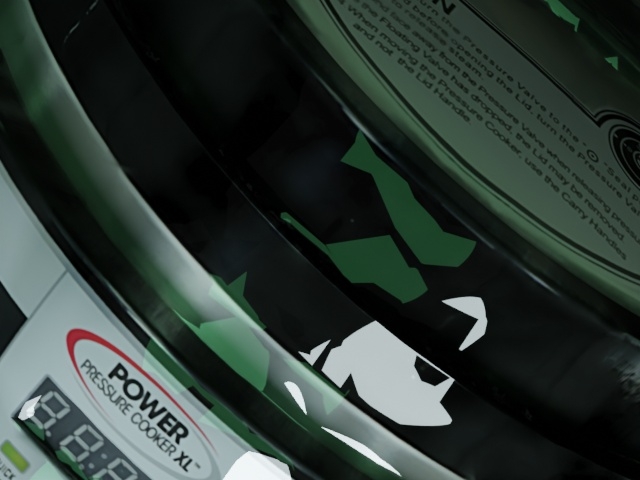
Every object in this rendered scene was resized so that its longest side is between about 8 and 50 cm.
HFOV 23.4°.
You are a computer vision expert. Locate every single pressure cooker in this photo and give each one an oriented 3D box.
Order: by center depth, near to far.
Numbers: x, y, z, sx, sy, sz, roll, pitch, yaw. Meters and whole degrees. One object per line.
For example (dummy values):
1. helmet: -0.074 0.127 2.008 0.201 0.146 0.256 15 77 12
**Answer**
1. pressure cooker: 0.000 -0.004 0.592 0.370 0.375 0.420 17 129 -39
